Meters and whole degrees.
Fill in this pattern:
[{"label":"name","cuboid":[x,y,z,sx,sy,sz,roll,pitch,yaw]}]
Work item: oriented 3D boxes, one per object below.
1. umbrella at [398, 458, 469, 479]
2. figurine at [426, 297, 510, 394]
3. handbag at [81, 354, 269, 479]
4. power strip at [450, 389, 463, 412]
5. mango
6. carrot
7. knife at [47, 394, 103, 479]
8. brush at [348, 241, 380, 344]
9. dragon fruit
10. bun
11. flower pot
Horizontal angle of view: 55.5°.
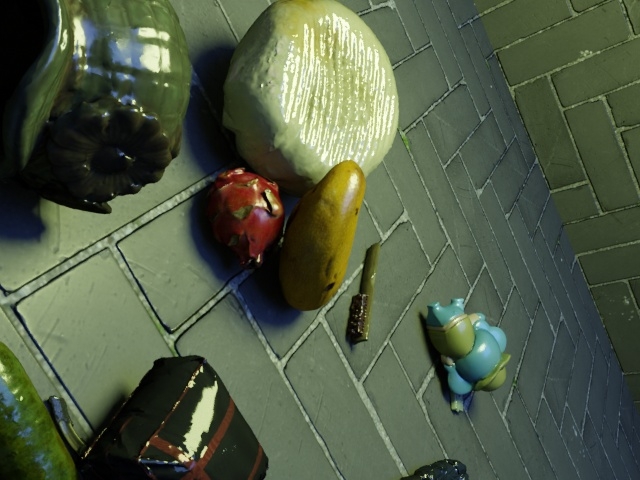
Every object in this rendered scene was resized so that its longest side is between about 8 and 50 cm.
[{"label":"umbrella","cuboid":[0.236,0.498,1.289,0.248,0.070,0.071,17,62,-45]},{"label":"figurine","cuboid":[0.362,0.248,1.488,0.180,0.153,0.262,-30,97,-50]},{"label":"handbag","cuboid":[-0.170,0.274,0.746,0.215,0.155,0.169,65,28,-23]},{"label":"power strip","cuboid":[0.338,0.383,1.515,0.040,0.016,0.090,30,52,-43]},{"label":"mango","cuboid":[-0.006,-0.001,1.019,0.177,0.120,0.295,-73,176,-46]},{"label":"carrot","cuboid":[-0.294,0.270,0.657,0.074,0.074,0.359,-37,107,-53]},{"label":"knife","cuboid":[-0.266,0.280,0.732,0.045,0.021,0.222,-30,101,-52]},{"label":"brush","cuboid":[0.093,0.102,1.280,0.036,0.043,0.248,38,47,-29]},{"label":"dragon fruit","cuboid":[-0.115,-0.039,0.980,0.136,0.133,0.166,11,65,-59]},{"label":"bun","cuboid":[-0.027,-0.249,1.106,0.365,0.219,0.365,-2,92,-47]},{"label":"flower pot","cuboid":[-0.291,-0.173,0.670,0.213,0.301,0.302,-4,79,-55]}]
